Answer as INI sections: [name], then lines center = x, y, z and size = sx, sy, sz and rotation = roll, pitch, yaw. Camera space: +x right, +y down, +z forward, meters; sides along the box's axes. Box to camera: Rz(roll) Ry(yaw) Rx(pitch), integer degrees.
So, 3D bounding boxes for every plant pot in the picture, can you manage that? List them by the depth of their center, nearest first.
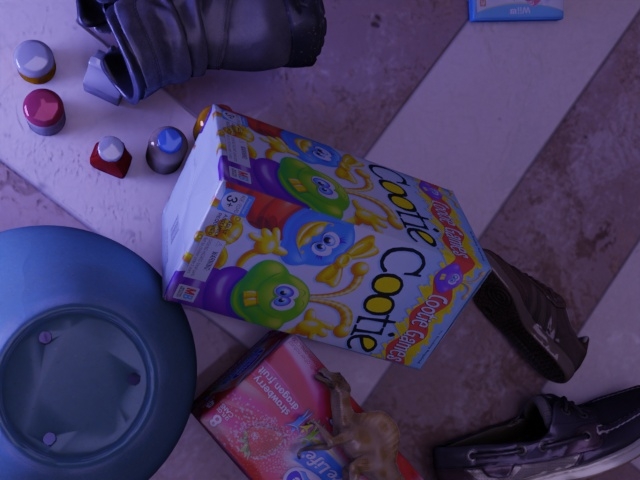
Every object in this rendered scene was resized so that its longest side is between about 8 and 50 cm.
[plant pot]
center = -0.234, 0.123, 0.782
size = 0.290, 0.195, 0.290
rotation = 2, 85, -25

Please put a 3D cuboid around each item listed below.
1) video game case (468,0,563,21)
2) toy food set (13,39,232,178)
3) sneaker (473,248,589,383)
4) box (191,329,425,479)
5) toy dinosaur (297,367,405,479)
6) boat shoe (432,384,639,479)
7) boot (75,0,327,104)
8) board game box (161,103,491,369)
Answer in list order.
[video game case]
center = 0.231, -0.345, 1.032
size = 0.119, 0.015, 0.166
rotation = -5, 97, -14
[toy food set]
center = -0.206, -0.130, 0.878
size = 0.232, 0.104, 0.111
rotation = 25, 81, -11
[sneaker]
center = 0.238, 0.075, 1.002
size = 0.071, 0.066, 0.188
rotation = -43, 102, -30
[box]
center = -0.002, 0.226, 0.892
size = 0.128, 0.122, 0.257
rotation = -42, 96, -13
[toy dinosaur]
center = 0.041, 0.207, 0.813
size = 0.093, 0.053, 0.183
rotation = -37, 94, -17
[boat shoe]
center = 0.258, 0.217, 0.970
size = 0.285, 0.103, 0.092
rotation = -21, 96, -8
[boot]
center = -0.143, -0.309, 0.862
size = 0.223, 0.118, 0.338
rotation = -13, 72, -21
[board game box]
center = 0.000, 0.000, 0.850
size = 0.275, 0.144, 0.142
rotation = 18, 121, -22
